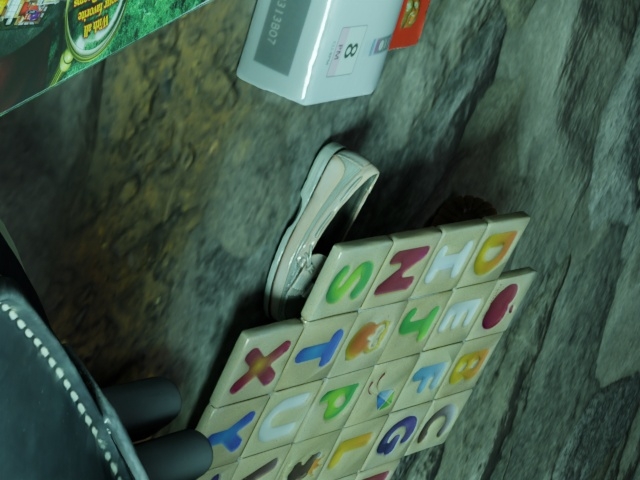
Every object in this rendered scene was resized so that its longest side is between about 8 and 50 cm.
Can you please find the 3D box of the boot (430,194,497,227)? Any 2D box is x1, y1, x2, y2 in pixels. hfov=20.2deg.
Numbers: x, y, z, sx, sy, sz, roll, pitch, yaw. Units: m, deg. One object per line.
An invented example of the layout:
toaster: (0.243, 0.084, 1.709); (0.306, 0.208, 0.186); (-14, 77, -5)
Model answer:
boot: (0.085, 0.045, 1.373); (0.158, 0.059, 0.085); (-48, 157, -36)

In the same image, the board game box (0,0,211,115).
board game box: (-0.083, -0.126, 0.632); (0.259, 0.030, 0.136); (-44, 145, -62)

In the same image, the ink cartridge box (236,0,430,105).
ink cartridge box: (0.052, -0.185, 1.066); (0.232, 0.066, 0.189); (-14, 126, -56)

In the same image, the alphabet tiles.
alphabet tiles: (0.025, 0.108, 1.266); (0.342, 0.011, 0.285); (-10, 132, -52)

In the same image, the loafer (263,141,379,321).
loafer: (0.000, 0.000, 1.162); (0.045, 0.039, 0.125); (-8, 121, -64)

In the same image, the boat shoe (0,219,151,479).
boat shoe: (-0.115, 0.170, 0.740); (0.187, 0.156, 0.500); (-56, 155, -38)

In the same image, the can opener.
can opener: (-0.160, 0.127, 0.939); (0.093, 0.074, 0.280); (-37, 168, 28)
